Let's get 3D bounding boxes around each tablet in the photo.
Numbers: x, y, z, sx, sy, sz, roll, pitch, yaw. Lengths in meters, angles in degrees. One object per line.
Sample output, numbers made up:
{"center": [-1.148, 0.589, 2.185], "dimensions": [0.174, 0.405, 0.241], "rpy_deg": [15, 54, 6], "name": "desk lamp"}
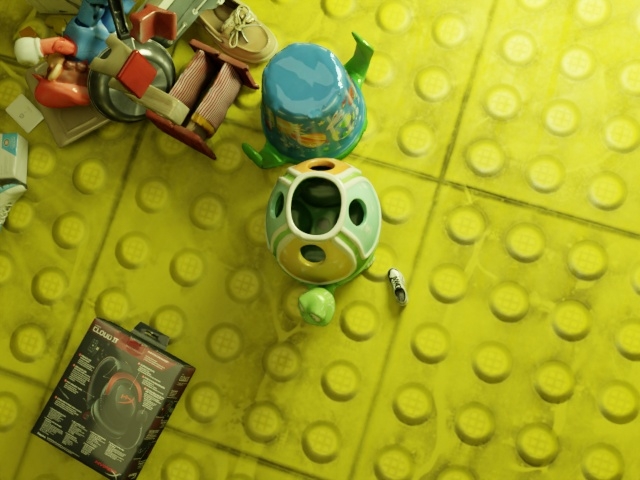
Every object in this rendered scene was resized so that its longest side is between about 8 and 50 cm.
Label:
{"center": [-0.671, -0.288, 1.920], "dimensions": [0.083, 0.006, 0.054], "rpy_deg": [44, 86, 12], "name": "tablet"}

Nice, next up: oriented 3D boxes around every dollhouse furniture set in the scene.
{"center": [-0.277, -0.329, 1.703], "dimensions": [0.152, 0.374, 0.201], "rpy_deg": [29, 85, 15], "name": "dollhouse furniture set"}

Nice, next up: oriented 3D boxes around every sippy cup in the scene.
{"center": [-0.025, -0.290, 1.743], "dimensions": [0.240, 0.224, 0.306], "rpy_deg": [8, 80, 8], "name": "sippy cup"}

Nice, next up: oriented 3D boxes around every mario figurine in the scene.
{"center": [-0.527, -0.432, 1.801], "dimensions": [0.198, 0.170, 0.321], "rpy_deg": [26, 108, -25], "name": "mario figurine"}

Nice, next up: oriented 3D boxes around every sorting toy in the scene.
{"center": [-0.551, -0.382, 1.913], "dimensions": [0.229, 0.041, 0.307], "rpy_deg": [-30, 75, 1], "name": "sorting toy"}

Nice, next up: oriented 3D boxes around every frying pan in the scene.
{"center": [-0.380, -0.391, 1.782], "dimensions": [0.053, 0.197, 0.326], "rpy_deg": [47, 129, 43], "name": "frying pan"}

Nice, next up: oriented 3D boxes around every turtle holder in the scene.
{"center": [-0.013, -0.014, 1.685], "dimensions": [0.243, 0.227, 0.320], "rpy_deg": [30, 83, 10], "name": "turtle holder"}

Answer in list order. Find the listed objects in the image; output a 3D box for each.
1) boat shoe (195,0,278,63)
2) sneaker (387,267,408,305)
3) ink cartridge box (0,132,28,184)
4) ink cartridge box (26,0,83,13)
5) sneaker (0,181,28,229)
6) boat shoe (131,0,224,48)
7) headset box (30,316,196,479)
{"center": [-0.219, -0.493, 1.870], "dimensions": [0.285, 0.089, 0.105], "rpy_deg": [35, 84, 11], "name": "boat shoe"}
{"center": [0.162, 0.093, 1.743], "dimensions": [0.031, 0.037, 0.083], "rpy_deg": [-22, 76, 3], "name": "sneaker"}
{"center": [-0.748, -0.178, 1.878], "dimensions": [0.180, 0.060, 0.104], "rpy_deg": [-1, 79, 5], "name": "ink cartridge box"}
{"center": [-0.557, -0.574, 1.878], "dimensions": [0.217, 0.158, 0.092], "rpy_deg": [3, 80, 12], "name": "ink cartridge box"}
{"center": [-0.711, -0.055, 1.854], "dimensions": [0.190, 0.071, 0.083], "rpy_deg": [-34, 84, 7], "name": "sneaker"}
{"center": [-0.258, -0.536, 1.806], "dimensions": [0.319, 0.099, 0.116], "rpy_deg": [-39, 40, 10], "name": "boat shoe"}
{"center": [-0.409, 0.310, 1.722], "dimensions": [0.218, 0.110, 0.293], "rpy_deg": [26, 83, 10], "name": "headset box"}
